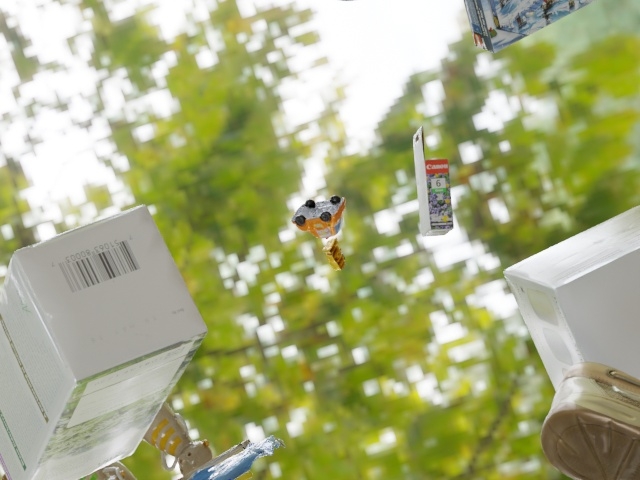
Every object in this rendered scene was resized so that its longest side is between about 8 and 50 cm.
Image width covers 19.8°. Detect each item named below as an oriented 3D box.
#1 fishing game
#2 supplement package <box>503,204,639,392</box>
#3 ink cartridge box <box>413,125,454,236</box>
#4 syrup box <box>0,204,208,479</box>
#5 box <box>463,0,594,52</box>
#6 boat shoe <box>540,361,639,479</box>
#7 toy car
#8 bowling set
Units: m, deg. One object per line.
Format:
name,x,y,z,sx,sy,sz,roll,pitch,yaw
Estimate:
fishing game,-0.119,0.268,1.969,0.041,0.189,0.264,60,174,-2
supplement package,0.366,0.091,2.156,0.262,0.198,0.199,-158,43,-82
ink cartridge box,0.123,-0.064,2.001,0.063,0.029,0.115,130,136,-81
syrup box,-0.157,0.079,1.190,0.096,0.093,0.237,62,153,15
box,0.155,-0.199,1.254,0.027,0.137,0.094,32,145,55
boat shoe,0.377,0.211,1.711,0.122,0.341,0.110,-65,-4,39
toy car,0.000,0.000,1.874,0.122,0.060,0.040,-82,-30,-57
bowling set,-0.268,0.324,2.151,0.200,0.287,0.154,-10,-141,-45
